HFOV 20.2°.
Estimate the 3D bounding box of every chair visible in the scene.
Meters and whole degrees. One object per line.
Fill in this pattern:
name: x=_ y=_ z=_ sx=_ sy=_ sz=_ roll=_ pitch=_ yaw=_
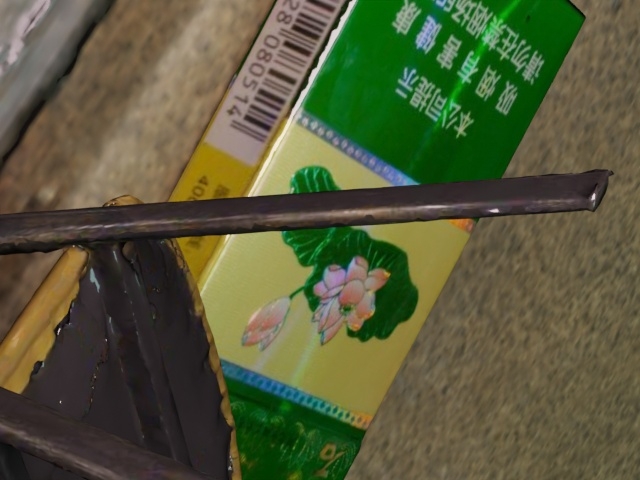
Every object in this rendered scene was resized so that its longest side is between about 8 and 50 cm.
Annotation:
chair: x=-0.057 y=0.082 z=0.456 sx=0.172 sy=0.246 sz=0.159 roll=-56 pitch=143 yaw=-45

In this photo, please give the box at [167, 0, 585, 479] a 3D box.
box: x=0.000 y=0.000 z=0.603 sx=0.132 sy=0.034 sz=0.235 roll=29 pitch=89 yaw=-55
